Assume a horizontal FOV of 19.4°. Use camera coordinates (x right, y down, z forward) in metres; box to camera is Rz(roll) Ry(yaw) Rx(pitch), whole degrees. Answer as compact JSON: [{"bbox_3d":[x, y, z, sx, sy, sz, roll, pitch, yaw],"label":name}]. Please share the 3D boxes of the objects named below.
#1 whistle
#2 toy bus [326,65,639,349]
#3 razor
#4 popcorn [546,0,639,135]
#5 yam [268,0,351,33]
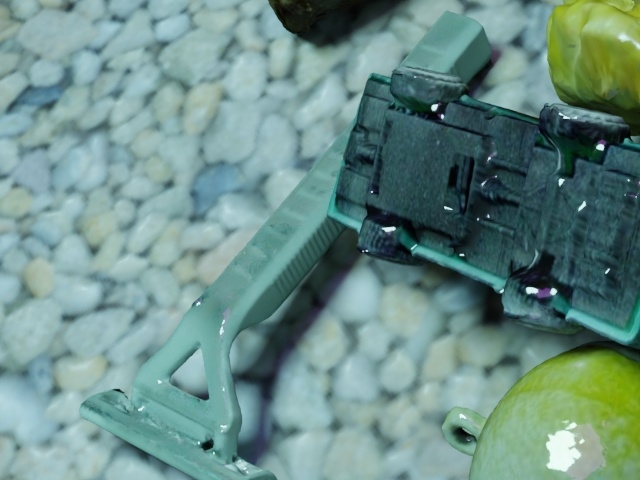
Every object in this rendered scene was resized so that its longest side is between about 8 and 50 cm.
[{"bbox_3d":[0.152,0.107,0.745,0.223,0.123,0.123,19,67,21],"label":"whistle"},{"bbox_3d":[0.093,-0.015,0.799,0.261,0.109,0.091,27,102,59],"label":"toy bus"},{"bbox_3d":[-0.004,-0.007,0.931,0.111,0.056,0.278,22,70,38],"label":"razor"},{"bbox_3d":[0.196,-0.077,0.827,0.195,0.168,0.173,31,64,-3],"label":"popcorn"},{"bbox_3d":[0.069,-0.233,1.011,0.279,0.131,0.131,-34,49,2],"label":"yam"}]
